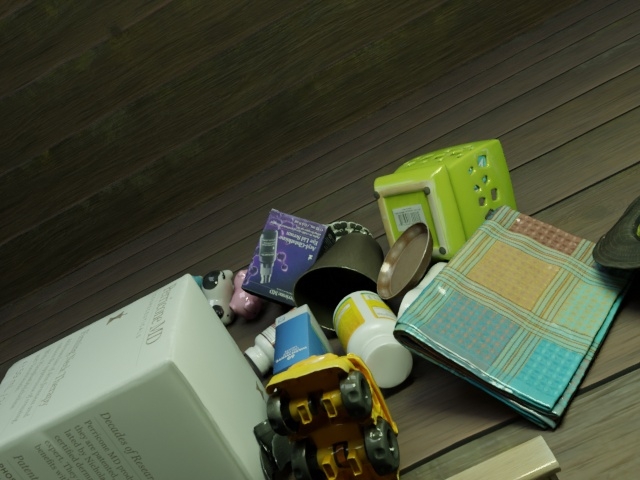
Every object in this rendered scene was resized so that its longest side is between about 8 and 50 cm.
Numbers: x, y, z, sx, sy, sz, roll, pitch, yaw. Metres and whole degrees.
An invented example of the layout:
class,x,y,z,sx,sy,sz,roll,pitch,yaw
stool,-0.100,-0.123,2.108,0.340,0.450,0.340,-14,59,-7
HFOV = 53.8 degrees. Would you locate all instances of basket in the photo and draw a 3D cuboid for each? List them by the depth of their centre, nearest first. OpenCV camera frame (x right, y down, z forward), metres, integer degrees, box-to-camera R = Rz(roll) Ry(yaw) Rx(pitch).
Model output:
class,x,y,z,sx,sy,sz,roll,pitch,yaw
basket,0.063,0.081,1.411,0.204,0.154,0.227,8,24,9

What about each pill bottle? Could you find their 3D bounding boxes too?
class,x,y,z,sx,sy,sz,roll,pitch,yaw
pill bottle,0.098,0.183,1.169,0.118,0.117,0.208,-30,20,-1
pill bottle,-0.085,0.221,1.370,0.152,0.086,0.086,-37,21,-17

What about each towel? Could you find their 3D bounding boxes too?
class,x,y,z,sx,sy,sz,roll,pitch,yaw
towel,0.321,0.092,1.012,0.271,0.040,0.370,27,52,27

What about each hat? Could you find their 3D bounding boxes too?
class,x,y,z,sx,sy,sz,roll,pitch,yaw
hat,0.596,-0.018,0.955,0.331,0.134,0.331,-38,3,2

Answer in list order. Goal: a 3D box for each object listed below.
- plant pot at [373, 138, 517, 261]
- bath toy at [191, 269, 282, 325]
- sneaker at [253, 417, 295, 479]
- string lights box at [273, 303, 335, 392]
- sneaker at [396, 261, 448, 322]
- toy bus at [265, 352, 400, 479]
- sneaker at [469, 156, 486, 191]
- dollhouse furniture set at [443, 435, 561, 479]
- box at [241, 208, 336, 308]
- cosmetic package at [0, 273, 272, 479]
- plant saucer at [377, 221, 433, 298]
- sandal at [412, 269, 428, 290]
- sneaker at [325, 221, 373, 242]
class,x,y,z,sx,sy,sz,roll,pitch,yaw
plant pot,0.254,-0.070,1.332,0.207,0.227,0.228,-22,10,-37
bath toy,-0.212,0.145,1.656,0.348,0.151,0.129,-11,9,23
sneaker,-0.065,0.346,1.082,0.051,0.089,0.170,-36,-18,10
string lights box,-0.023,0.241,1.167,0.077,0.133,0.259,-26,20,8
sneaker,0.260,0.123,1.146,0.169,0.108,0.292,12,19,22
toy bus,0.034,0.249,0.969,0.149,0.220,0.211,-19,16,20
sneaker,0.351,-0.153,1.641,0.275,0.110,0.107,-36,21,-20
dollhouse furniture set,0.210,0.360,0.514,0.303,0.173,0.355,-28,20,6
box,-0.072,0.051,1.496,0.153,0.108,0.207,16,79,16
cosmetic package,-0.325,0.329,1.088,0.394,0.327,0.329,-27,20,3
plant saucer,0.168,0.043,1.222,0.168,0.029,0.168,-54,16,23
sandal,0.199,0.079,1.377,0.072,0.049,0.180,-27,20,8
sneaker,0.000,0.000,1.648,0.279,0.107,0.118,0,5,-9
